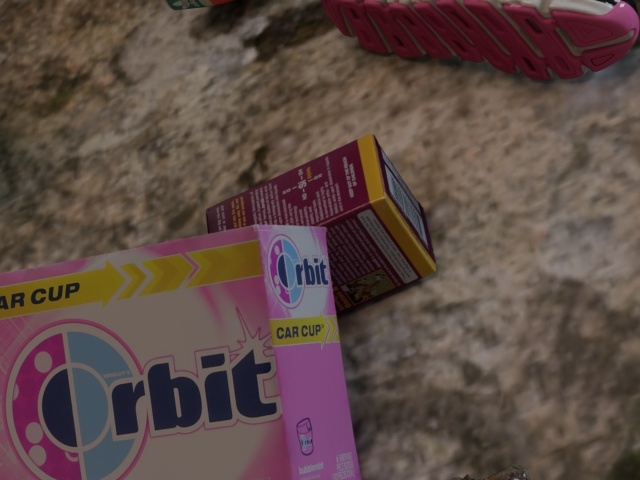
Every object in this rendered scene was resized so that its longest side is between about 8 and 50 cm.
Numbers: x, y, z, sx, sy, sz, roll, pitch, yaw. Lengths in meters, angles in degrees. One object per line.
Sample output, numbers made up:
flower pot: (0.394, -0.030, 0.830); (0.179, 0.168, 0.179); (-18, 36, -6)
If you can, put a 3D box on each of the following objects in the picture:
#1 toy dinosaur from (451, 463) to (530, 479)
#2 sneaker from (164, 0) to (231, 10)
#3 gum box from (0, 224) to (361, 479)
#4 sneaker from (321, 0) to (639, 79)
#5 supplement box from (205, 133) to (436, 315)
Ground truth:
toy dinosaur: (-0.026, 0.179, 0.646); (0.268, 0.064, 0.118); (-28, 37, 12)
sneaker: (-0.064, -0.184, 0.973); (0.075, 0.057, 0.161); (-20, 48, 9)
gum box: (-0.086, 0.061, 0.742); (0.188, 0.062, 0.107); (-11, 85, 25)
sneaker: (0.077, -0.122, 0.826); (0.170, 0.063, 0.075); (13, 68, 44)
supplement box: (0.000, 0.000, 0.780); (0.083, 0.055, 0.043); (-23, 44, 13)
